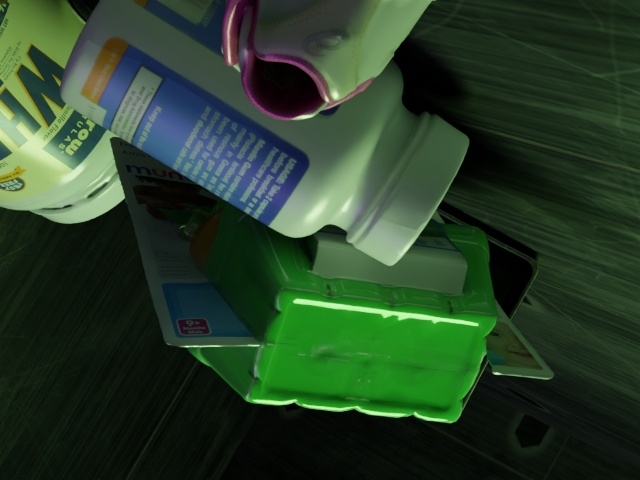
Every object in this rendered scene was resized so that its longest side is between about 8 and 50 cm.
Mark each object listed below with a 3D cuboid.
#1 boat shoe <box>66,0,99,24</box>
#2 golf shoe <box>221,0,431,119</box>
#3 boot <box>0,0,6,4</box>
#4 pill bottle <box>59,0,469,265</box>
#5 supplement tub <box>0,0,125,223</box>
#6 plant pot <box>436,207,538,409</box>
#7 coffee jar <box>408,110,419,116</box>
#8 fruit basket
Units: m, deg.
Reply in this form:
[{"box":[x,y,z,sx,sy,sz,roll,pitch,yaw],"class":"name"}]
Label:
[{"box":[-0.187,-0.212,1.394,0.133,0.049,0.042,38,143,13],"class":"boat shoe"},{"box":[-0.013,-0.130,0.754,0.115,0.140,0.306,30,176,-10],"class":"golf shoe"},{"box":[-0.312,-0.263,1.149,0.165,0.077,0.213,33,177,-5],"class":"boot"},{"box":[-0.036,-0.097,1.060,0.272,0.152,0.152,31,174,-5],"class":"pill bottle"},{"box":[-0.330,-0.172,1.478,0.235,0.235,0.325,26,172,41],"class":"supplement tub"},{"box":[0.119,0.063,1.561,0.188,0.187,0.167,29,-173,14],"class":"plant pot"},{"box":[0.012,-0.090,1.221,0.184,0.079,0.096,26,-178,37],"class":"coffee jar"},{"box":[0.000,0.000,1.261,0.327,0.165,0.353,9,-148,-20],"class":"fruit basket"}]
